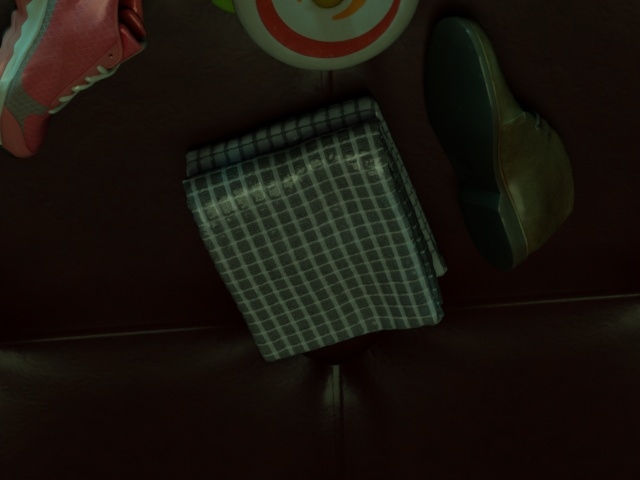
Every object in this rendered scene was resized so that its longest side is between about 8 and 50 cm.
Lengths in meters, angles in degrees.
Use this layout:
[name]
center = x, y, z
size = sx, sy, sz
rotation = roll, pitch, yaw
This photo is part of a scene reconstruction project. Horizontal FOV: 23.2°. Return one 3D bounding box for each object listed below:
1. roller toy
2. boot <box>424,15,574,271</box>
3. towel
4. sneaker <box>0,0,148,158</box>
[roller toy]
center = 0.004, -0.275, 1.540
size = 0.191, 0.146, 0.209
rotation = 25, 118, -21
[boot]
center = 0.199, -0.122, 1.714
size = 0.115, 0.112, 0.305
rotation = -31, 122, -21
[towel]
center = 0.000, 0.000, 1.744
size = 0.235, 0.121, 0.284
rotation = -19, 124, 8
[sneaker]
center = -0.247, -0.192, 1.561
size = 0.136, 0.116, 0.314
rotation = 23, 127, 0
